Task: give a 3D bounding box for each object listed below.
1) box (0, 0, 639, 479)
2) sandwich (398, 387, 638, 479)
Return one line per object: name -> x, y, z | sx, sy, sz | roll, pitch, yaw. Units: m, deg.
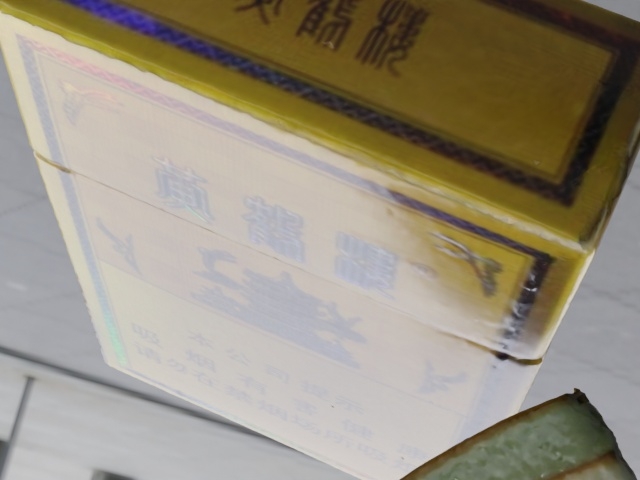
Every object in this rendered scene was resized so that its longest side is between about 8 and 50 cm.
box -> 0.000, 0.000, 0.518 | 0.193, 0.084, 0.301 | 22, 156, 9
sandwich -> 0.019, 0.124, 0.435 | 0.113, 0.079, 0.163 | -6, 151, -39
